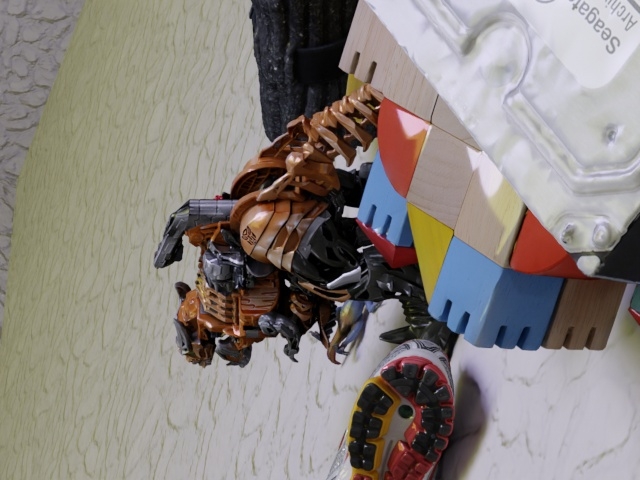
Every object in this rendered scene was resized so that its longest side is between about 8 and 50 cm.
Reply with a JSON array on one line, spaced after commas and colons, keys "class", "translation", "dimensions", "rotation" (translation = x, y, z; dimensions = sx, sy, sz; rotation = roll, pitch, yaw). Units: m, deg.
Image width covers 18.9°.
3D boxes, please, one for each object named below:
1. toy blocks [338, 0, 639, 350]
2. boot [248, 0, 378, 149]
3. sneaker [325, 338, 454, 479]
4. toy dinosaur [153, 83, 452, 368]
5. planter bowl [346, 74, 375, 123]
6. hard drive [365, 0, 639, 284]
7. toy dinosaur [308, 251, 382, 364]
[{"class": "toy blocks", "translation": [0.130, -0.058, 1.080], "dimensions": [0.381, 0.190, 0.261], "rotation": [35, 114, 48]}, {"class": "boot", "translation": [0.052, -0.257, 1.639], "dimensions": [0.131, 0.348, 0.260], "rotation": [27, 148, 39]}, {"class": "sneaker", "translation": [0.048, 0.172, 1.390], "dimensions": [0.093, 0.088, 0.225], "rotation": [-61, -6, -66]}, {"class": "toy dinosaur", "translation": [0.000, 0.000, 1.427], "dimensions": [0.322, 0.218, 0.164], "rotation": [137, 145, -60]}, {"class": "planter bowl", "translation": [0.102, -0.173, 1.459], "dimensions": [0.217, 0.090, 0.217], "rotation": [-160, 90, -77]}, {"class": "hard drive", "translation": [0.169, -0.179, 0.860], "dimensions": [0.339, 0.064, 0.237], "rotation": [-55, 49, 27]}, {"class": "toy dinosaur", "translation": [0.023, 0.052, 1.627], "dimensions": [0.082, 0.047, 0.090], "rotation": [-61, 0, -20]}]
